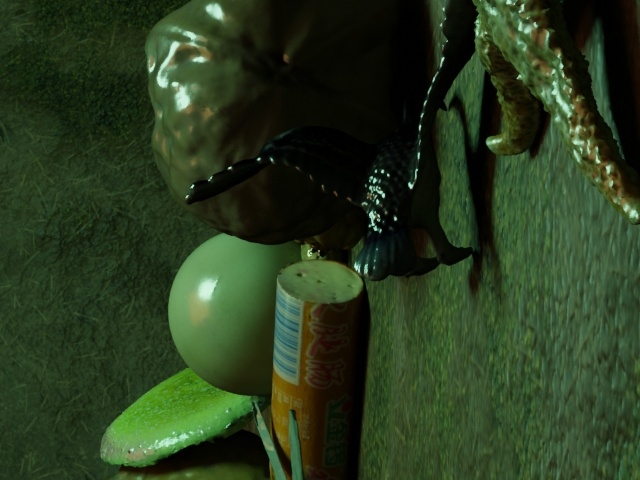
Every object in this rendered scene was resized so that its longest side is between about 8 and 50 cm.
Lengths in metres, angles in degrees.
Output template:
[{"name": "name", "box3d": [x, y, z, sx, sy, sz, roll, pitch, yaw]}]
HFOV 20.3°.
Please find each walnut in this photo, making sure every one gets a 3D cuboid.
[{"name": "walnut", "box3d": [-0.037, -0.125, 1.559, 0.273, 0.227, 0.273, 177, 90, -88]}, {"name": "walnut", "box3d": [-0.139, 0.381, 2.195, 0.333, 0.332, 0.333, 180, 90, -83]}]

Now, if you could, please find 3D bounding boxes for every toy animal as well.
[{"name": "toy animal", "box3d": [0.051, -0.050, 1.292, 0.197, 0.272, 0.160, -7, -102, -61]}]

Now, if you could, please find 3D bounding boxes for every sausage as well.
[{"name": "sausage", "box3d": [-0.007, 0.175, 1.879, 0.093, 0.093, 0.312, -103, 14, -61]}]

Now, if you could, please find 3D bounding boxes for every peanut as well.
[{"name": "peanut", "box3d": [0.000, 0.000, 1.980, 0.113, 0.054, 0.054, -96, 9, -58]}]

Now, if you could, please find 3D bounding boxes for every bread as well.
[{"name": "bread", "box3d": [-0.144, 0.198, 2.216, 0.045, 0.301, 0.301, 64, 178, -11]}]

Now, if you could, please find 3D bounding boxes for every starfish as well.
[{"name": "starfish", "box3d": [0.118, -0.180, 0.951, 0.358, 0.078, 0.347, 170, 103, -83]}]

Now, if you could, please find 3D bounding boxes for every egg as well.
[{"name": "egg", "box3d": [-0.078, 0.085, 2.049, 0.254, 0.188, 0.189, 82, -174, -78]}]

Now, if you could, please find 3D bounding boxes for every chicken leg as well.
[{"name": "chicken leg", "box3d": [0.010, -0.096, 1.814, 0.107, 0.087, 0.252, -43, 37, 52]}]

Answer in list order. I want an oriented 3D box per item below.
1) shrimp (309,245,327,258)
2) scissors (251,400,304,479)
[{"name": "shrimp", "box3d": [-0.002, -0.114, 1.965, 0.154, 0.062, 0.294, 82, -169, -67]}, {"name": "scissors", "box3d": [-0.023, 0.289, 1.862, 0.144, 0.017, 0.248, 1, 107, 56]}]
